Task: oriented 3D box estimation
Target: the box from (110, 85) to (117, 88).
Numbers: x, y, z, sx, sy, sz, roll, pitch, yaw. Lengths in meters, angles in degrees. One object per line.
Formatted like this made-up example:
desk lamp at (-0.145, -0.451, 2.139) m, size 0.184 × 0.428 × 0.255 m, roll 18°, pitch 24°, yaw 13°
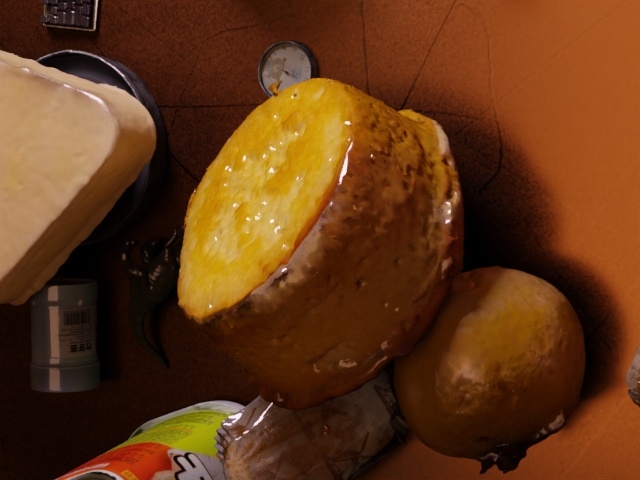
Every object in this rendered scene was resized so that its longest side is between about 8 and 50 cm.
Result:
box at (-0.344, -0.148, 1.864) m, size 0.129 × 0.051 × 0.130 m, roll 2°, pitch 97°, yaw 27°

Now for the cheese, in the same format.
cheese at (-0.429, -0.075, 1.827) m, size 0.384 × 0.104 × 0.384 m, roll 3°, pitch 97°, yaw 27°

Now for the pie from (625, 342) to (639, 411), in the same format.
pie at (0.441, 0.145, 1.549) m, size 0.163 × 0.079 × 0.193 m, roll 32°, pitch 107°, yaw 10°

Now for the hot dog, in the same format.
hot dog at (-0.012, 0.247, 1.731) m, size 0.270 × 0.082 × 0.162 m, roll -34°, pitch 84°, yaw -6°

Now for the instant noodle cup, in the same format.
instant noodle cup at (-0.217, 0.374, 1.767) m, size 0.294 × 0.308 × 0.294 m, roll 2°, pitch 95°, yaw 26°

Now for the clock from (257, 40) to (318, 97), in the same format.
clock at (-0.044, -0.224, 1.789) m, size 0.085 × 0.017 × 0.085 m, roll 2°, pitch 96°, yaw 26°

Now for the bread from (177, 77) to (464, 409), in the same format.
bread at (0.000, 0.000, 1.604) m, size 0.398 × 0.215 × 0.398 m, roll -37°, pitch 35°, yaw 32°

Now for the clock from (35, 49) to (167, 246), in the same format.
clock at (-0.344, -0.131, 1.926) m, size 0.281 × 0.055 × 0.280 m, roll 3°, pitch 96°, yaw 27°

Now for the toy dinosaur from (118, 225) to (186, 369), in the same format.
toy dinosaur at (-0.202, 0.075, 1.857) m, size 0.187 × 0.087 × 0.179 m, roll -23°, pitch 83°, yaw 28°

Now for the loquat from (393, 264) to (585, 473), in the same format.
loquat at (0.199, 0.153, 1.588) m, size 0.244 × 0.244 × 0.244 m, roll 3°, pitch 96°, yaw 26°

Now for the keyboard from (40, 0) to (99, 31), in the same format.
keyboard at (-0.352, -0.459, 1.917) m, size 0.106 × 0.027 × 0.317 m, roll 9°, pitch 99°, yaw 25°

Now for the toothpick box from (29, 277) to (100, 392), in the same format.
toothpick box at (-0.368, 0.135, 1.936) m, size 0.101 × 0.101 × 0.153 m, roll 3°, pitch 95°, yaw 26°
